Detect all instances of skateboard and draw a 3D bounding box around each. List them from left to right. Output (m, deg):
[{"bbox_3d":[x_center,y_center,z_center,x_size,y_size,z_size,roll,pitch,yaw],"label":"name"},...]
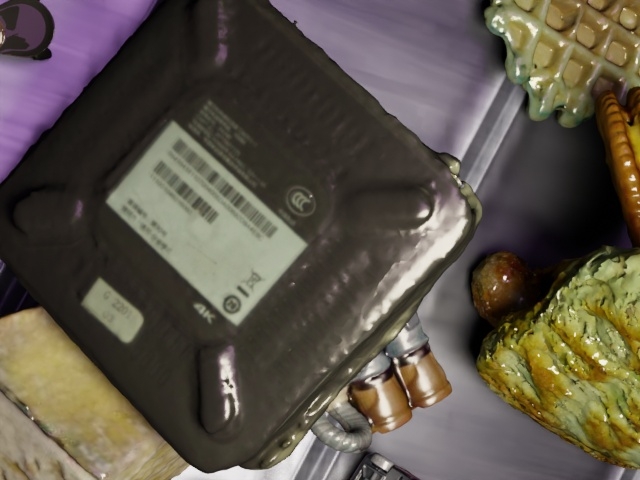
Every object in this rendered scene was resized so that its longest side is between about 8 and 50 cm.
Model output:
[{"bbox_3d":[-0.327,-0.193,1.046,0.151,0.080,0.067,-13,103,-16],"label":"skateboard"}]

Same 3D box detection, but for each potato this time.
[{"bbox_3d":[-0.217,0.162,1.099,0.189,0.211,0.264,46,47,16],"label":"potato"}]

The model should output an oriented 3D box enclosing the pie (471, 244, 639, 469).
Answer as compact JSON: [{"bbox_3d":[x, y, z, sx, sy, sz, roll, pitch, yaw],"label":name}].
[{"bbox_3d":[0.367,0.149,1.131,0.395,0.418,0.180,35,76,-19],"label":"pie"}]

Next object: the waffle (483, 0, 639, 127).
[{"bbox_3d":[0.313,-0.286,1.277,0.292,0.056,0.309,-27,104,-17],"label":"waffle"}]

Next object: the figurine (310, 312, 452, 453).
[{"bbox_3d":[0.002,-0.001,1.119,0.261,0.186,0.382,-28,98,-41],"label":"figurine"}]

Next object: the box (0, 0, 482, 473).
[{"bbox_3d":[-0.083,-0.018,0.976,0.359,0.091,0.350,43,96,11],"label":"box"}]

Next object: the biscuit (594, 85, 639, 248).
[{"bbox_3d":[0.350,-0.060,1.200,0.066,0.220,0.220,-14,99,12],"label":"biscuit"}]

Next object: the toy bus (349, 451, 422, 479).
[{"bbox_3d":[0.098,0.298,1.174,0.098,0.178,0.087,36,81,-30],"label":"toy bus"}]
